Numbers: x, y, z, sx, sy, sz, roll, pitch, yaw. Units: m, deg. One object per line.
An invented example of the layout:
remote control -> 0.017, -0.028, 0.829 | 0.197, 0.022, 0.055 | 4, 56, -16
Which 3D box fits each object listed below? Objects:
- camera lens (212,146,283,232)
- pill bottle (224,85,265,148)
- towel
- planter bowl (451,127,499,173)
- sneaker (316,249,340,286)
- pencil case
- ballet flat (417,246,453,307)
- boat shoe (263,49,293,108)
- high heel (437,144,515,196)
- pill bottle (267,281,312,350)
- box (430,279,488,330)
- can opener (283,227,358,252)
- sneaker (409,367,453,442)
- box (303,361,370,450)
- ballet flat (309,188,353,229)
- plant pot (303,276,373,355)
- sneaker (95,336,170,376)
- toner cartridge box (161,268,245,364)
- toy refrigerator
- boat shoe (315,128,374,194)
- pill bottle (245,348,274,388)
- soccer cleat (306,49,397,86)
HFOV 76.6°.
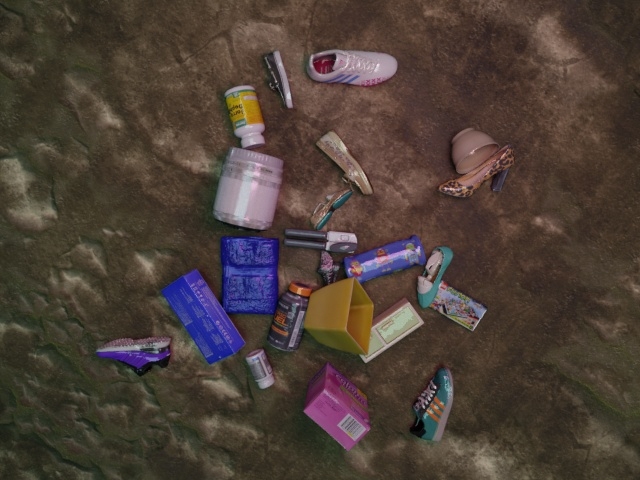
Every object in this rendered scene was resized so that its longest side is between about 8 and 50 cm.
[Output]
camera lens -> -0.259, -0.177, 1.462 | 0.220, 0.219, 0.273 | 14, 95, 1
pill bottle -> -0.272, -0.447, 1.489 | 0.118, 0.117, 0.208 | -14, 95, 4
towel -> -0.276, 0.137, 1.563 | 0.228, 0.076, 0.307 | 1, 95, 3
planter bowl -> 0.539, -0.333, 1.456 | 0.162, 0.162, 0.109 | -24, 66, 5
sneaker -> 0.021, 0.129, 1.564 | 0.089, 0.051, 0.170 | 16, 91, 1
pencil case -> 0.233, 0.078, 1.513 | 0.307, 0.133, 0.119 | -18, 70, 3
ballet flat -> 0.412, 0.130, 1.523 | 0.087, 0.083, 0.247 | 24, 92, -32
boat shoe -> -0.154, -0.586, 1.496 | 0.070, 0.078, 0.219 | -16, 86, 3
high heel -> 0.552, -0.253, 1.442 | 0.262, 0.093, 0.186 | -7, 133, -8
pill bottle -> -0.109, 0.283, 1.542 | 0.131, 0.130, 0.245 | 18, 95, 1
box -> 0.521, 0.247, 1.557 | 0.207, 0.036, 0.114 | 30, 96, 0
can opener -> 0.000, 0.000, 1.528 | 0.284, 0.095, 0.075 | 6, 95, 2
sneaker -> 0.424, 0.630, 1.560 | 0.121, 0.108, 0.301 | 10, 97, -3
box -> 0.063, 0.606, 1.506 | 0.214, 0.243, 0.117 | 42, 95, -1
ballet flat -> 0.032, -0.132, 1.532 | 0.206, 0.073, 0.067 | -46, 69, 2
plant pot -> 0.063, 0.280, 1.476 | 0.188, 0.212, 0.212 | -8, 139, 27
sneaker -> -0.738, 0.468, 1.601 | 0.294, 0.102, 0.145 | -4, 96, 3
toner cartridge box -> -0.451, 0.295, 1.555 | 0.165, 0.075, 0.347 | -30, 94, 34
toy refrigerator -> 0.250, 0.342, 1.549 | 0.270, 0.094, 0.102 | -36, 93, 6
boat shoe -> 0.095, -0.276, 1.503 | 0.089, 0.104, 0.285 | -35, 82, 10
pill bottle -> -0.235, 0.505, 1.594 | 0.078, 0.078, 0.137 | -21, 94, 4
soccer cleat -> 0.113, -0.618, 1.443 | 0.332, 0.143, 0.115 | -2, 95, 3
